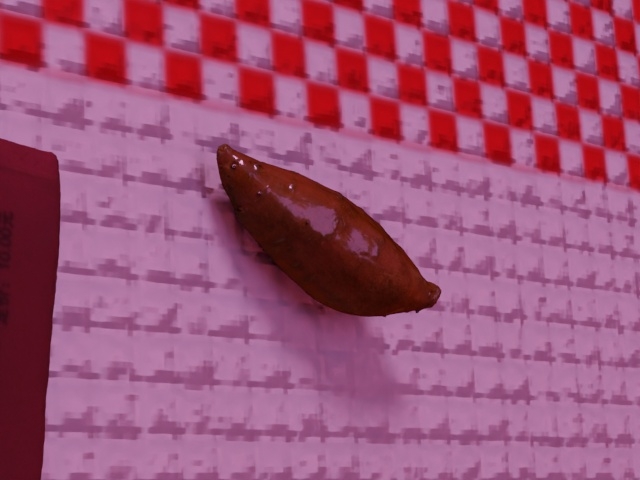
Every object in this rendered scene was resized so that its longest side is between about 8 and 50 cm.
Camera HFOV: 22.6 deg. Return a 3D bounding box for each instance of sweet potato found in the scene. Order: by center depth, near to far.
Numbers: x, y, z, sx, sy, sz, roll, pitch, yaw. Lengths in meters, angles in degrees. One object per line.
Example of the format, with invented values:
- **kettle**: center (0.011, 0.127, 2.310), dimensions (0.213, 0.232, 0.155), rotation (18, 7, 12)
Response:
- **sweet potato**: center (0.000, 0.000, 0.528), dimensions (0.095, 0.034, 0.034), rotation (36, 56, -20)

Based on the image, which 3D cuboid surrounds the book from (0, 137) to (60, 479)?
- **book**: center (-0.163, 0.028, 0.368), dimensions (0.232, 0.022, 0.162), rotation (16, 66, -41)
